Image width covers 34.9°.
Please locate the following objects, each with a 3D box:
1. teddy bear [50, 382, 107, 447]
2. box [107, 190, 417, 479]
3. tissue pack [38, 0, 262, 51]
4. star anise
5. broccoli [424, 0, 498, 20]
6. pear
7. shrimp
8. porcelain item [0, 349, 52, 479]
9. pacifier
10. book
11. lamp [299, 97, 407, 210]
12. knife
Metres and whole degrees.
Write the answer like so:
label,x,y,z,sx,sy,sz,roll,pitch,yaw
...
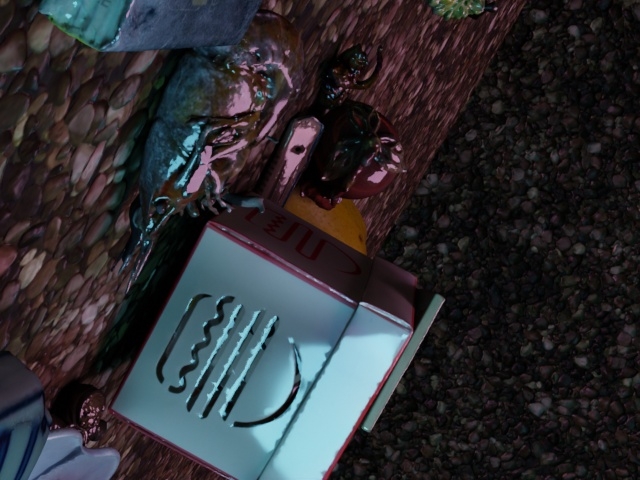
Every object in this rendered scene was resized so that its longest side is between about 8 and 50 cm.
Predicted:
label,x,y,z,sx,sy,sz,roll,pitch,yaw
teddy bear,-0.324,0.257,1.289,0.119,0.078,0.160,30,74,-59
box,-0.066,0.143,1.417,0.314,0.300,0.312,-60,180,12
tissue pack,-0.101,-0.246,0.805,0.185,0.081,0.257,-62,171,19
star anise,0.051,-0.257,1.533,0.097,0.070,0.190,-44,179,-17
broccoli,0.291,-0.455,1.624,0.263,0.243,0.247,-59,158,-28
pear,0.001,-0.002,1.800,0.267,0.178,0.267,-56,166,-22
shrimp,-0.127,-0.087,1.073,0.145,0.116,0.343,11,116,-54
porcelain item,-0.348,0.206,0.757,0.281,0.157,0.286,-62,170,12
pacifier,-0.312,0.315,1.092,0.227,0.207,0.279,-38,158,-6
book,0.104,0.163,1.493,0.207,0.020,0.295,-60,-179,-1
lamp,0.045,-0.151,1.642,0.223,0.151,0.215,-4,-131,51
knife,-0.091,-0.035,1.590,0.089,0.043,0.365,6,116,-49
